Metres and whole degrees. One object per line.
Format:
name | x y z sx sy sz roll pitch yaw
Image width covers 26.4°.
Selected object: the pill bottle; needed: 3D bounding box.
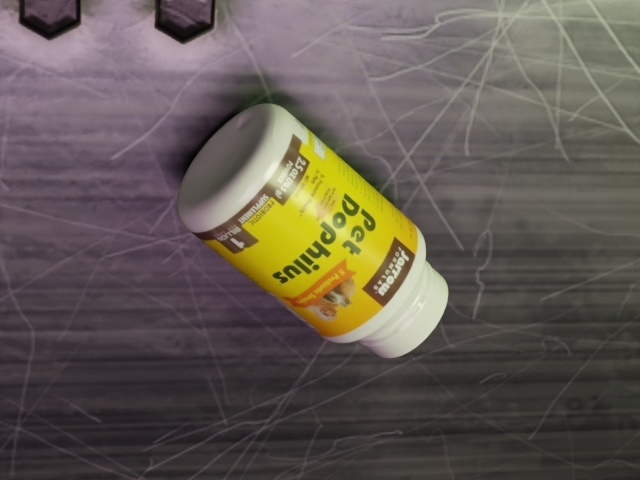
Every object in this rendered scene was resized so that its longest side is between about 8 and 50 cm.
pill bottle | 0.000 0.000 1.062 0.117 0.117 0.215 -44 117 12
